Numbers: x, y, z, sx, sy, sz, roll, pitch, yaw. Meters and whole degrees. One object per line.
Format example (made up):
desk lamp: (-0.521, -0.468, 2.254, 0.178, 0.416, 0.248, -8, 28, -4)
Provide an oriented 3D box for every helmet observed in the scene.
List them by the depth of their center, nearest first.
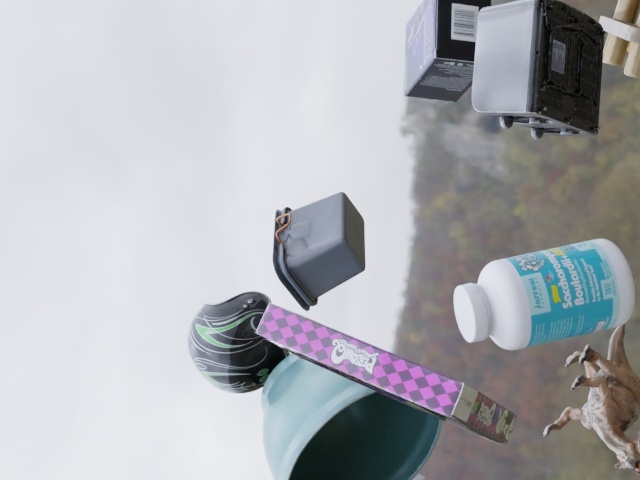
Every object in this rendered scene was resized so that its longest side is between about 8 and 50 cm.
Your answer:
helmet: (-0.142, 0.175, 2.084, 0.169, 0.161, 0.169, 162, 90, -89)

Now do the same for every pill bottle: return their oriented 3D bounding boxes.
pill bottle: (0.349, 0.090, 1.957, 0.146, 0.264, 0.146, 168, 90, -77)

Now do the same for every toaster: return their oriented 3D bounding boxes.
toaster: (0.294, -0.234, 1.646, 0.168, 0.110, 0.185, 10, -97, -47)

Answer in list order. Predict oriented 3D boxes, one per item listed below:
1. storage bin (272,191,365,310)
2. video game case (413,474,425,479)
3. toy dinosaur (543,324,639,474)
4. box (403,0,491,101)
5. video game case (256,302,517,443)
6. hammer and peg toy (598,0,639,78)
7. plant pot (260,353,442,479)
storage bin: (0.000, 0.000, 1.491, 0.098, 0.091, 0.135, 53, -159, -30)
video game case: (0.070, 0.427, 2.303, 0.206, 0.227, 0.026, 12, -84, -74)
toy dinosaur: (0.527, 0.289, 2.185, 0.127, 0.200, 0.295, 114, -179, -55)
box: (0.231, -0.359, 2.265, 0.207, 0.108, 0.153, 131, 143, -71)
video game case: (0.074, 0.143, 1.309, 0.042, 0.232, 0.210, -66, -28, -6)
hammer and peg toy: (0.625, -0.290, 1.908, 0.266, 0.361, 0.127, -78, 2, -76)
plant pot: (0.022, 0.287, 2.000, 0.196, 0.293, 0.293, 47, 148, 41)
